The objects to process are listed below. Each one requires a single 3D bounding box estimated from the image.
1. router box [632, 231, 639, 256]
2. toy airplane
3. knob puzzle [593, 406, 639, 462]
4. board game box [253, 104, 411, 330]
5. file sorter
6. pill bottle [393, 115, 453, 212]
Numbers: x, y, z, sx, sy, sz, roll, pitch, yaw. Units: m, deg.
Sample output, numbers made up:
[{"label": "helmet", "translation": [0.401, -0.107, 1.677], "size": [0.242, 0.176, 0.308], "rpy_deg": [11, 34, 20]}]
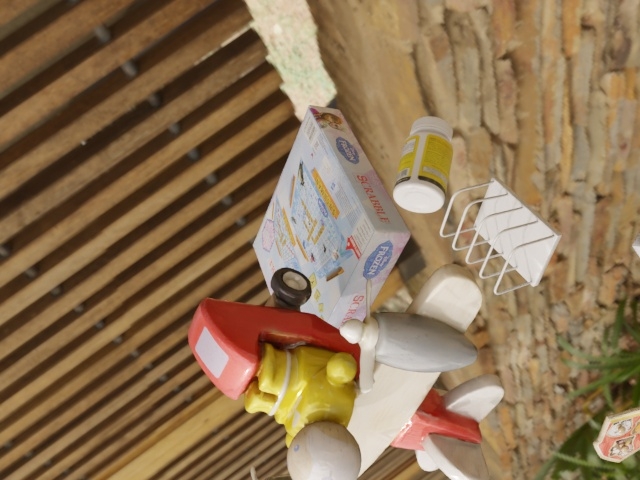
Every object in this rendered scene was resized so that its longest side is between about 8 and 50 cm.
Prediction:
[{"label": "router box", "translation": [0.916, 0.090, 1.623], "size": [0.301, 0.082, 0.335], "rpy_deg": [46, 162, -25]}, {"label": "toy airplane", "translation": [0.046, 0.225, 0.928], "size": [0.272, 0.385, 0.385], "rpy_deg": [-63, -42, -59]}, {"label": "knob puzzle", "translation": [0.754, 0.481, 1.781], "size": [0.213, 0.213, 0.030], "rpy_deg": [58, -178, -40]}, {"label": "board game box", "translation": [0.000, 0.000, 1.195], "size": [0.318, 0.066, 0.318], "rpy_deg": [-64, 34, 36]}, {"label": "file sorter", "translation": [0.492, -0.013, 2.060], "size": [0.277, 0.173, 0.192], "rpy_deg": [52, 144, 38]}, {"label": "pill bottle", "translation": [0.245, -0.179, 1.708], "size": [0.119, 0.208, 0.119], "rpy_deg": [12, 152, 6]}]
